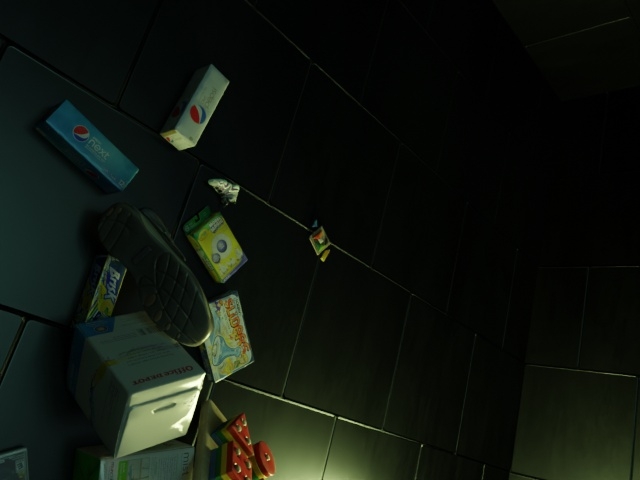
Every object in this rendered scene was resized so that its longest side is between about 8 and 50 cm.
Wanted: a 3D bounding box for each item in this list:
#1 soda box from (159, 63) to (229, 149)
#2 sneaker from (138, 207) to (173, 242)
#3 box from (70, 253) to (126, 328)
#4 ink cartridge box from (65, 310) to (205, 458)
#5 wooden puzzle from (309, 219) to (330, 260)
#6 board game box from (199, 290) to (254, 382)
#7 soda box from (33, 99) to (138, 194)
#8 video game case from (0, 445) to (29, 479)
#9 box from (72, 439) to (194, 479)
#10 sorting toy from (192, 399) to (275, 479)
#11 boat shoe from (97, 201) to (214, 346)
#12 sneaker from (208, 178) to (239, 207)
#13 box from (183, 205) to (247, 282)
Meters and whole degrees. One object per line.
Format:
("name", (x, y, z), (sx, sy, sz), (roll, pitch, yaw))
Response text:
("soda box", (-0.314, -0.334, 1.457), (0.069, 0.073, 0.216), (40, 60, -37))
("sneaker", (-0.358, 0.023, 1.370), (0.083, 0.098, 0.224), (-35, 112, -42))
("box", (-0.479, 0.116, 1.267), (0.054, 0.059, 0.169), (30, 67, -44))
("ink cartridge box", (-0.384, 0.286, 1.195), (0.171, 0.232, 0.168), (-6, 123, -46))
("wooden puzzle", (0.000, 0.000, 1.806), (0.079, 0.014, 0.116), (-52, 122, -35))
("board game box", (-0.254, 0.246, 1.510), (0.136, 0.035, 0.201), (-23, 104, -44))
("soda box", (-0.501, -0.197, 1.258), (0.210, 0.067, 0.071), (49, 55, -33))
("video game case", (-0.648, 0.501, 1.094), (0.190, 0.022, 0.173), (-3, 90, -46))
("box", (-0.408, 0.581, 1.263), (0.231, 0.126, 0.262), (10, 80, -46))
("sorting toy", (-0.193, 0.544, 1.406), (0.257, 0.089, 0.255), (61, 8, -27))
("boat shoe", (-0.335, 0.065, 1.269), (0.355, 0.132, 0.130), (56, 10, 7))
("sneaker", (-0.255, -0.121, 1.530), (0.098, 0.038, 0.069), (14, 77, -44))
("box", (-0.271, 0.008, 1.504), (0.105, 0.043, 0.179), (-47, 118, -37))
